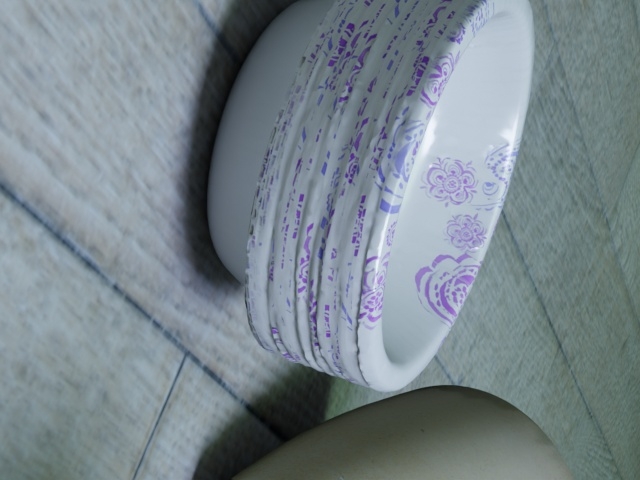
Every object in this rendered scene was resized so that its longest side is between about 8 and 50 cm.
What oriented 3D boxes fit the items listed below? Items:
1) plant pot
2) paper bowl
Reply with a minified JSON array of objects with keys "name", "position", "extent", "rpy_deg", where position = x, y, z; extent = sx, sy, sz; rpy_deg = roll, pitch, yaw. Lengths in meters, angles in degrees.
[{"name":"plant pot","position":[0.027,0.242,1.500],"extent":[0.274,0.256,0.257],"rpy_deg":[3,105,-55]},{"name":"paper bowl","position":[0.028,-0.053,1.321],"extent":[0.284,0.148,0.284],"rpy_deg":[-54,154,-42]}]
